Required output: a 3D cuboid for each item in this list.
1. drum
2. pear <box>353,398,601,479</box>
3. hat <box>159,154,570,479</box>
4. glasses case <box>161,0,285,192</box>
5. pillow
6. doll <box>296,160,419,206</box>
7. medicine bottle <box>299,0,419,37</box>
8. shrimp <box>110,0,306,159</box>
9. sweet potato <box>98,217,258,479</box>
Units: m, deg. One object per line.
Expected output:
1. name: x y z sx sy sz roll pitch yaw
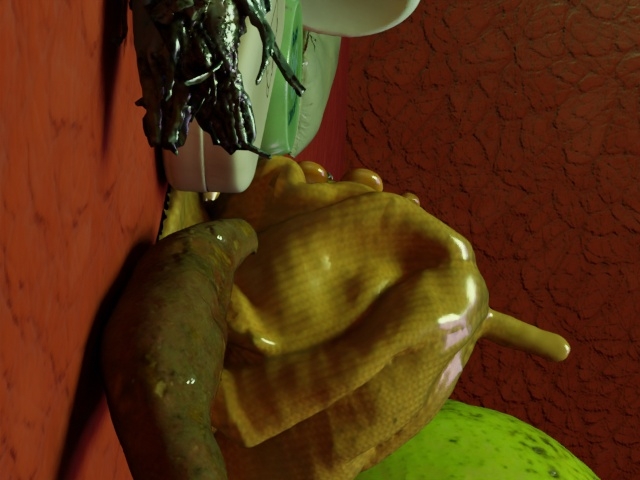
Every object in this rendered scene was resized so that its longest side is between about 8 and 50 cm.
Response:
1. drum: -0.043 -0.060 1.035 0.130 0.049 0.253 -81 174 -55
2. pear: 0.089 0.319 1.083 0.391 0.391 0.391 4 90 -87
3. hat: 0.030 0.058 0.851 0.244 0.233 0.233 80 16 -73
4. glasses case: -0.052 -0.105 0.812 0.196 0.050 0.083 -82 173 -49
5. pillow: -0.011 -0.182 1.433 0.208 0.053 0.119 -77 169 -51
6. doll: 0.000 0.000 1.192 0.221 0.143 0.135 102 -4 -59
7. medicine bottle: 0.022 -0.297 1.160 0.139 0.139 0.237 87 7 -65
8. shrimp: -0.049 -0.121 0.619 0.076 0.082 0.174 -36 122 -80
9. sweet potato: -0.064 0.054 0.641 0.058 0.078 0.255 -45 -156 20
